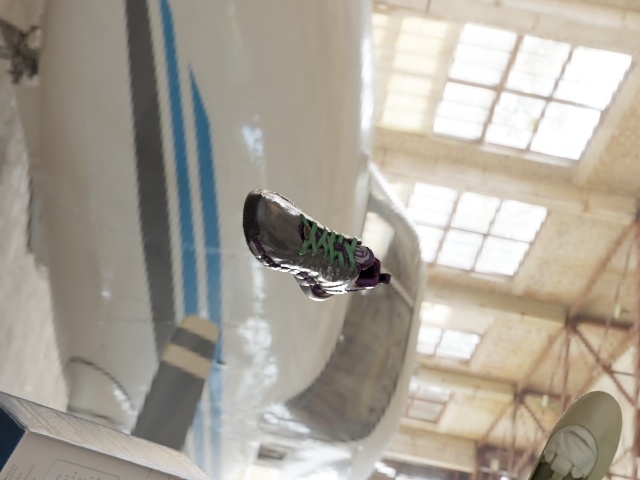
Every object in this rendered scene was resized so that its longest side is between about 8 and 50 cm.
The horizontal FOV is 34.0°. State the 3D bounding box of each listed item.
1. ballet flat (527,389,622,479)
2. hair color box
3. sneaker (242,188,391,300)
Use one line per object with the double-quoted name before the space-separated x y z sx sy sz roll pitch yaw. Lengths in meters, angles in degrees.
"ballet flat" 0.301 0.303 1.320 0.086 0.086 0.248 -75 -169 -79
"hair color box" -0.283 0.306 1.212 0.174 0.105 0.347 -57 140 -3
"sneaker" 0.000 0.000 1.126 0.224 0.098 0.083 40 49 -59
